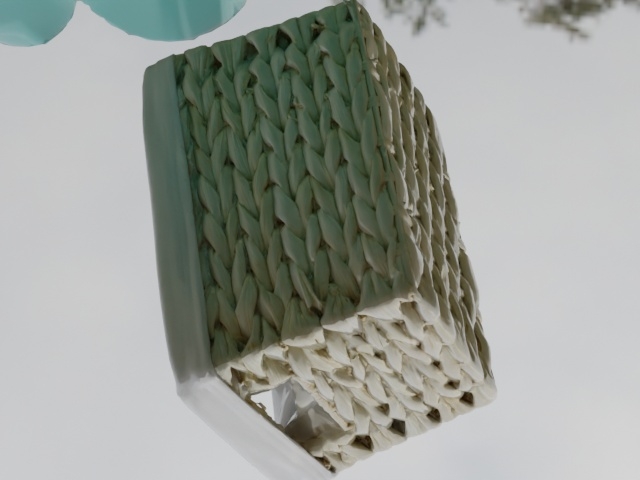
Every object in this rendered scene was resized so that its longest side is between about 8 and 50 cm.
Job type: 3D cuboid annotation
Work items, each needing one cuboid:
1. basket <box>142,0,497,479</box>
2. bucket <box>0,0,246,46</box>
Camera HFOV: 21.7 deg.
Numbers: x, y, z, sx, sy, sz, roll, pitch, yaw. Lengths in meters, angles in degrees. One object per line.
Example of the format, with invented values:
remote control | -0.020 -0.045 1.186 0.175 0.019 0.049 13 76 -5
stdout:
basket | 0.000 0.000 0.687 0.103 0.113 0.167 -20 -127 15
bucket | -0.060 -0.218 0.528 0.281 0.183 0.281 -7 -132 8
